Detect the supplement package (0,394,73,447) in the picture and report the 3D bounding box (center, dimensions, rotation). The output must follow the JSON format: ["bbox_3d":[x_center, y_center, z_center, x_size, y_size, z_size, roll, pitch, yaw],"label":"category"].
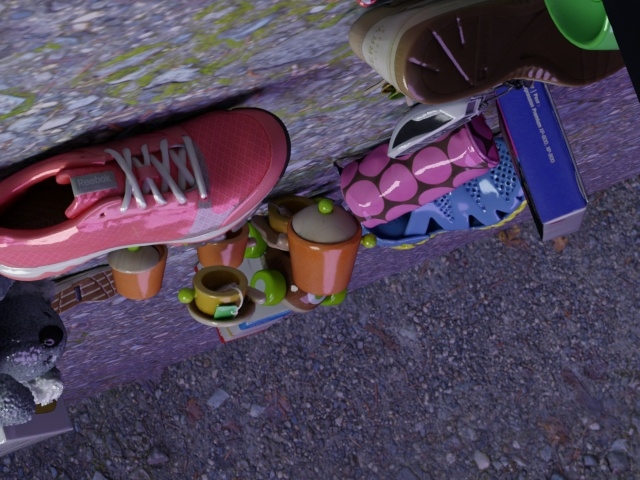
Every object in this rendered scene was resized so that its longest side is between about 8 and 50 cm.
[{"bbox_3d":[-0.490,0.202,2.088,0.198,0.199,0.262,-21,173,8],"label":"supplement package"}]

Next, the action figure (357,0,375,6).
[{"bbox_3d":[0.079,-0.207,1.193,0.115,0.030,0.038,-20,179,18],"label":"action figure"}]

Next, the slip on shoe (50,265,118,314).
[{"bbox_3d":[-0.332,0.065,2.142,0.135,0.051,0.041,-25,-143,-31],"label":"slip on shoe"}]

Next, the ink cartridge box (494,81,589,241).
[{"bbox_3d":[0.277,-0.101,1.950,0.069,0.176,0.371,-19,173,4],"label":"ink cartridge box"}]

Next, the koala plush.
[{"bbox_3d":[-0.389,0.119,1.857,0.203,0.196,0.221,-10,180,32],"label":"koala plush"}]

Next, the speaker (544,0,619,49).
[{"bbox_3d":[0.324,-0.238,1.219,0.296,0.131,0.131,-18,173,-17],"label":"speaker"}]

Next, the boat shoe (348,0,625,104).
[{"bbox_3d":[0.164,-0.188,1.342,0.302,0.109,0.098,-16,-148,-32],"label":"boat shoe"}]

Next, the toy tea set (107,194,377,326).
[{"bbox_3d":[-0.102,0.000,1.971,0.336,0.200,0.124,-17,129,-29],"label":"toy tea set"}]

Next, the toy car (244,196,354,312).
[{"bbox_3d":[0.000,0.000,2.201,0.155,0.149,0.188,3,148,-46],"label":"toy car"}]

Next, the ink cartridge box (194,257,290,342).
[{"bbox_3d":[-0.127,0.078,2.409,0.078,0.134,0.231,-18,173,-19],"label":"ink cartridge box"}]

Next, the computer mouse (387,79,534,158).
[{"bbox_3d":[0.151,-0.153,1.773,0.193,0.042,0.106,-28,175,22],"label":"computer mouse"}]

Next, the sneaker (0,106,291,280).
[{"bbox_3d":[-0.175,-0.041,1.420,0.314,0.116,0.136,-20,172,1],"label":"sneaker"}]

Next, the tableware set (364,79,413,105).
[{"bbox_3d":[0.129,-0.171,1.625,0.154,0.024,0.104,-14,171,-39],"label":"tableware set"}]

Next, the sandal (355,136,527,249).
[{"bbox_3d":[0.171,-0.060,2.247,0.317,0.126,0.138,-26,167,36],"label":"sandal"}]

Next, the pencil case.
[{"bbox_3d":[0.122,-0.097,1.929,0.209,0.098,0.095,-23,128,32],"label":"pencil case"}]

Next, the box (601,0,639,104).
[{"bbox_3d":[0.483,-0.132,1.014,0.472,0.480,0.297,-17,175,-14],"label":"box"}]
